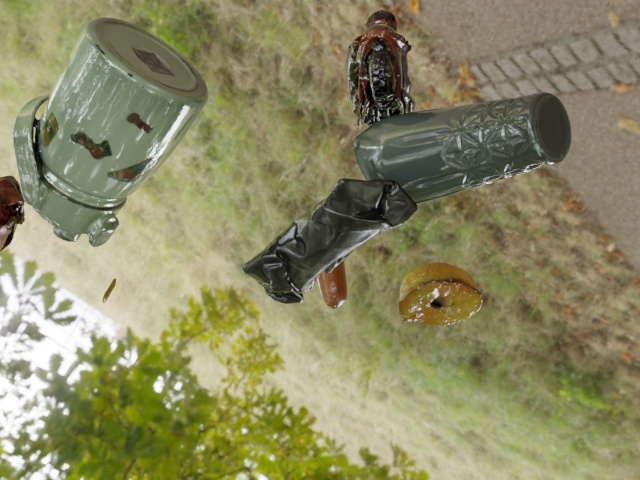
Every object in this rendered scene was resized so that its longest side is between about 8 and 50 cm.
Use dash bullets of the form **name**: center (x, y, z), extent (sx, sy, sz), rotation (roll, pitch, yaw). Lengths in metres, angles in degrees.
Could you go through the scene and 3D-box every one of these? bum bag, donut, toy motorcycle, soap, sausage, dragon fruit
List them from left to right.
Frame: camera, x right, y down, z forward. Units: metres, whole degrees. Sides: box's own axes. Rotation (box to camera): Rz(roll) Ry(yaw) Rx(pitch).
- **dragon fruit**: center (-0.810, -0.030, 1.477), extent (0.314, 0.251, 0.250), rotation (-11, 177, 1)
- **soap**: center (-0.578, 0.137, 1.839), extent (0.012, 0.034, 0.089), rotation (17, -143, -3)
- **bum bag**: center (0.000, 0.000, 1.081), extent (0.144, 0.340, 0.095), rotation (22, -133, -31)
- **sausage**: center (0.024, 0.068, 1.637), extent (0.076, 0.198, 0.076), rotation (-9, -173, 1)
- **toy motorcycle**: center (0.114, -0.294, 1.290), extent (0.134, 0.207, 0.401), rotation (-3, 165, 6)
- **donut**: center (0.260, 0.116, 1.484), extent (0.190, 0.174, 0.075), rotation (7, -134, -15)

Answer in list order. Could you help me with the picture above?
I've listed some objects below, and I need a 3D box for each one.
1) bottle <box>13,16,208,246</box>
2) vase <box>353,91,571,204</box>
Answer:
- **bottle**: center (-0.359, -0.163, 1.083), extent (0.229, 0.352, 0.229), rotation (32, -153, -18)
- **vase**: center (0.235, -0.142, 1.042), extent (0.250, 0.156, 0.300), rotation (14, 167, -36)
